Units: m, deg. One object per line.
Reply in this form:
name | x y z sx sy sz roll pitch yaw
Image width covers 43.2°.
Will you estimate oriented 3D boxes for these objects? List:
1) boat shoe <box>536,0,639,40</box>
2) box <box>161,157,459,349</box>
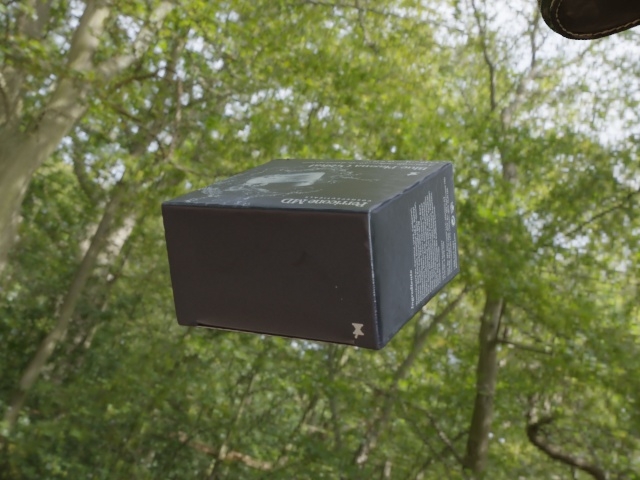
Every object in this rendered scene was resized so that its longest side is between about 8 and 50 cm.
boat shoe | 0.297 -0.233 0.599 0.127 0.113 0.340 29 -36 -29
box | 0.000 0.000 0.575 0.156 0.158 0.093 3 -72 27
